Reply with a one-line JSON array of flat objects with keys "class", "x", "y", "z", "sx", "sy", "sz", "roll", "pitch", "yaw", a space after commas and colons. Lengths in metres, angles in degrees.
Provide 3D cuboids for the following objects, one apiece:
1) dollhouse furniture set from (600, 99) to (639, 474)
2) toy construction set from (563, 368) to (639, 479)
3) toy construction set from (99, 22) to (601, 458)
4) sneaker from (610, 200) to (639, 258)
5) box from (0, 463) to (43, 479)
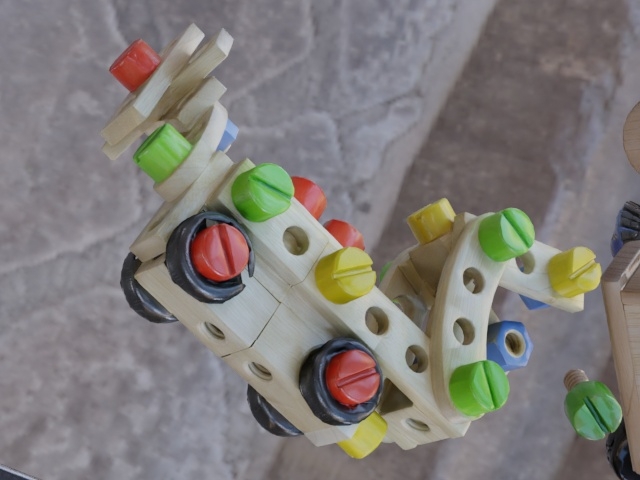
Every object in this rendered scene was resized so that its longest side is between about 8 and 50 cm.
[{"class": "dollhouse furniture set", "x": 0.300, "y": -0.022, "z": 0.786, "sx": 0.355, "sy": 0.173, "sz": 0.303, "roll": -44, "pitch": 127, "yaw": -49}, {"class": "toy construction set", "x": 0.222, "y": 0.301, "z": 0.947, "sx": 0.257, "sy": 0.237, "sz": 0.309, "roll": 26, "pitch": 105, "yaw": -16}, {"class": "toy construction set", "x": 0.000, "y": 0.000, "z": 0.832, "sx": 0.327, "sy": 0.151, "sz": 0.215, "roll": 36, "pitch": 57, "yaw": -4}, {"class": "sneaker", "x": 0.272, "y": 0.028, "z": 1.126, "sx": 0.087, "sy": 0.083, "sz": 0.221, "roll": -65, "pitch": 157, "yaw": 4}, {"class": "box", "x": -0.013, "y": 0.191, "z": 0.352, "sx": 0.216, "sy": 0.270, "sz": 0.060, "roll": -79, "pitch": -165, "yaw": -51}]
